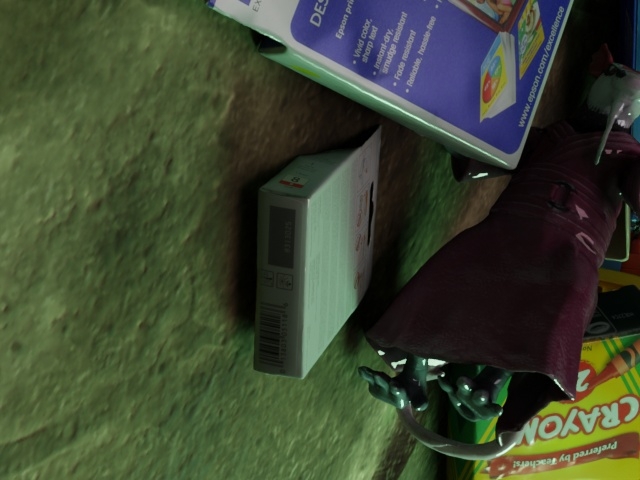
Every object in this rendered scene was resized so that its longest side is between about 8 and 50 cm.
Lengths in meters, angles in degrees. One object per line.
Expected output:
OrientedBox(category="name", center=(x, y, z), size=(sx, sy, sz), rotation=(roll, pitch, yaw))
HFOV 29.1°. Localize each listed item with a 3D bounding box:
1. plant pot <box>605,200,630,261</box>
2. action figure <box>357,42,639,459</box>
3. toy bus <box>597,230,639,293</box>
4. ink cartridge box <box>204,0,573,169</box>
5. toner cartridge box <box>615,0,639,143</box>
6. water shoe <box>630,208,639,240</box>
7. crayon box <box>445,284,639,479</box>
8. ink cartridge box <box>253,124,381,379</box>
OrientedBox(category="plant pot", center=(0.269, -0.056, 1.262), size=(0.109, 0.109, 0.096), rotation=(76, 31, -42))
OrientedBox(category="action figure", center=(0.204, -0.001, 1.041), size=(0.370, 0.248, 0.275), rotation=(-56, 147, -20))
OrientedBox(category="toy bus", center=(0.366, 0.091, 1.390), size=(0.149, 0.220, 0.211), rotation=(35, 70, -62))
OrientedBox(category="ink cartridge box", center=(0.073, -0.240, 0.848), size=(0.307, 0.072, 0.303), rotation=(22, 87, -39))
OrientedBox(category="toner cartridge box", center=(0.339, -0.251, 1.227), size=(0.165, 0.075, 0.347), rotation=(-85, 168, -50))
OrientedBox(category="water shoe", center=(0.371, -0.046, 1.448), size=(0.073, 0.080, 0.203), rotation=(-43, 139, -38))
OrientedBox(category="crayon box", center=(0.235, 0.213, 1.263), size=(0.202, 0.081, 0.318), rotation=(-9, 121, -11))
OrientedBox(category="ink cartridge box", center=(0.000, 0.000, 0.932), size=(0.179, 0.045, 0.145), rotation=(-52, 148, -62))
